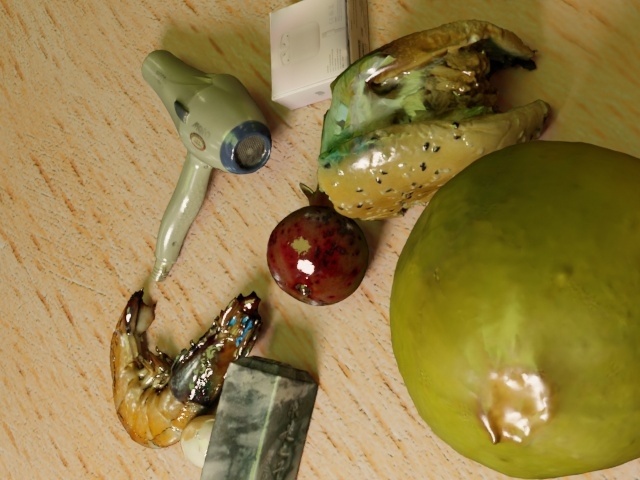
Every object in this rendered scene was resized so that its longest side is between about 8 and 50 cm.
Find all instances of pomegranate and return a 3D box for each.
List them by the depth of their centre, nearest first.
[{"bbox_3d":[0.003,-0.001,1.416,0.129,0.129,0.159,10,80,38],"label":"pomegranate"}]

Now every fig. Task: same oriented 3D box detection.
[{"bbox_3d":[0.220,0.071,1.092,0.343,0.343,0.344,-10,72,34],"label":"fig"}]

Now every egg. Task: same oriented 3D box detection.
[{"bbox_3d":[-0.145,0.259,1.490,0.083,0.071,0.071,-1,77,43],"label":"egg"}]

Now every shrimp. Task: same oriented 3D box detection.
[{"bbox_3d":[-0.192,0.136,1.565,0.290,0.054,0.222,-46,55,23],"label":"shrimp"}]

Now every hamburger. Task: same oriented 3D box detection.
[{"bbox_3d":[0.107,-0.136,1.342,0.288,0.192,0.168,-24,75,30],"label":"hamburger"}]

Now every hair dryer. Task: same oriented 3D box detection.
[{"bbox_3d":[-0.200,-0.140,1.631,0.298,0.119,0.296,-49,48,32],"label":"hair dryer"}]

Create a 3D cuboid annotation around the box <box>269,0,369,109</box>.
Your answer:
[{"bbox_3d":[-0.003,-0.254,1.530,0.129,0.051,0.130,-13,70,34],"label":"box"}]

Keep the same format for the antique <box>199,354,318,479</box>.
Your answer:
[{"bbox_3d":[-0.075,0.237,1.432,0.086,0.088,0.183,10,84,37],"label":"antique"}]
